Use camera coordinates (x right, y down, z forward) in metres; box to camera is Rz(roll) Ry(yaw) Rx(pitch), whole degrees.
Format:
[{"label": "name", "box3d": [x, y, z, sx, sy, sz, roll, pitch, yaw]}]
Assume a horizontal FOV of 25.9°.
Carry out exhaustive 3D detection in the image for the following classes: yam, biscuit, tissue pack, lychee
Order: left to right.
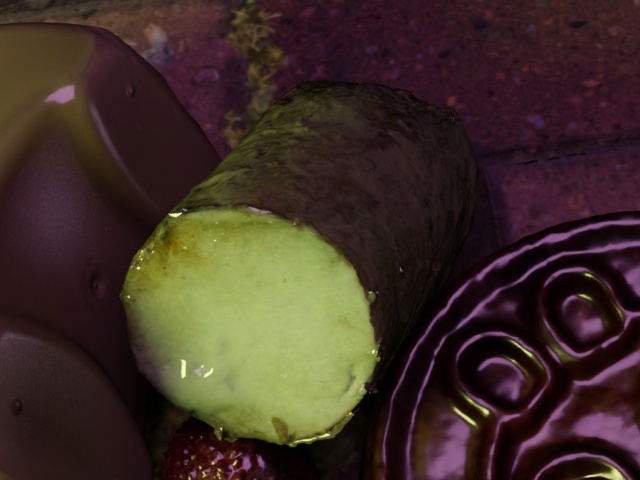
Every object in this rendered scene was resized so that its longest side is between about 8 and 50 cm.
[{"label": "tissue pack", "box3d": [-0.253, 0.039, 1.031, 0.277, 0.267, 0.387, -3, 56, 25]}, {"label": "lychee", "box3d": [-0.064, 0.182, 1.014, 0.123, 0.123, 0.129, 38, 67, 24]}, {"label": "yam", "box3d": [0.000, 0.000, 1.028, 0.195, 0.195, 0.300, 15, 32, 15]}, {"label": "biscuit", "box3d": [0.228, 0.161, 0.990, 0.408, 0.091, 0.407, -5, 63, 10]}]
